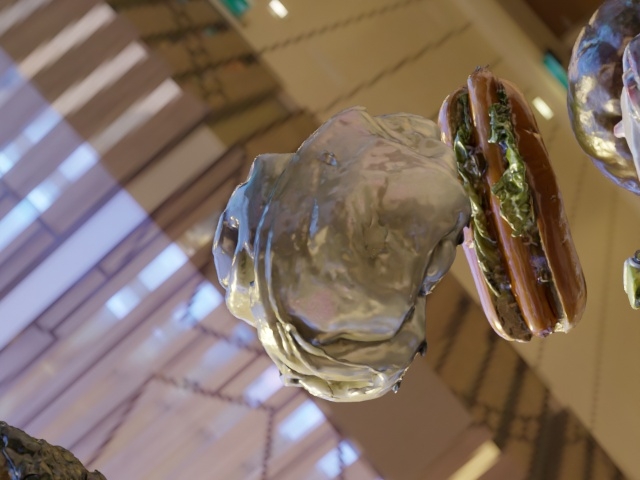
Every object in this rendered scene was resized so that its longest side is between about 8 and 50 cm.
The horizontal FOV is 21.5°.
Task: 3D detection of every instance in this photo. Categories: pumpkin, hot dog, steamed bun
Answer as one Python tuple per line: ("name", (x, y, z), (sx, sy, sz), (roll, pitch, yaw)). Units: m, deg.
("pumpkin", (0.402, -0.155, 1.894), (0.242, 0.232, 0.325), (44, 156, 59))
("hot dog", (0.220, -0.043, 2.012), (0.100, 0.135, 0.337), (-24, -81, -64))
("steamed bun", (0.000, 0.000, 1.638), (0.207, 0.268, 0.280), (19, -158, -15))

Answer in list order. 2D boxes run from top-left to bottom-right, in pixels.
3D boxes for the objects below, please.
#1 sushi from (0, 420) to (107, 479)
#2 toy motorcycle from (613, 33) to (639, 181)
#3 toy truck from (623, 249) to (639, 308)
("sushi", (-0.453, 0.394, 2.098), (0.294, 0.352, 0.178), (17, 166, 27))
("toy motorcycle", (0.265, -0.027, 1.110), (0.260, 0.110, 0.171), (62, -159, -11))
("toy truck", (0.455, 0.057, 2.204), (0.077, 0.111, 0.076), (-88, -9, -55))
